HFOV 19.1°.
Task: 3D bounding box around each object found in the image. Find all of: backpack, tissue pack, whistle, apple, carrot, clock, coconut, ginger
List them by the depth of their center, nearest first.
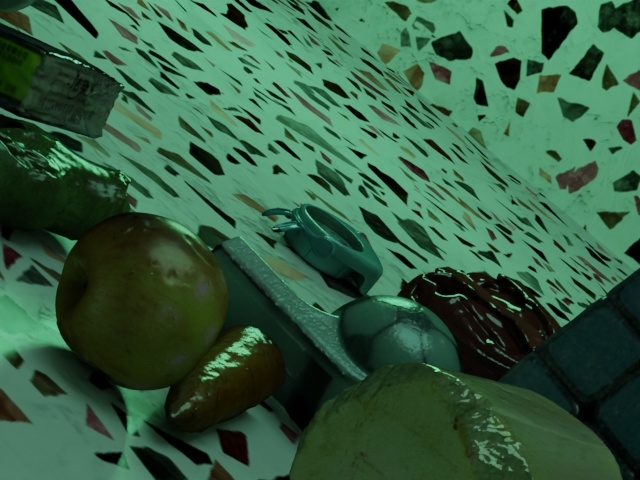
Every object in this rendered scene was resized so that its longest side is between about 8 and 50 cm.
[{"bbox_3d":[0.112,0.216,1.434,0.244,0.239,0.239,24,20,-47],"label":"coconut"},{"bbox_3d":[-0.146,0.044,1.506,0.146,0.146,0.146,36,14,-10],"label":"apple"},{"bbox_3d":[-0.086,0.122,1.563,0.072,0.072,0.205,39,16,5],"label":"carrot"},{"bbox_3d":[-0.283,-0.069,1.652,0.290,0.089,0.137,14,45,-49],"label":"ginger"},{"bbox_3d":[0.032,0.102,1.744,0.289,0.163,0.163,45,15,22],"label":"whistle"},{"bbox_3d":[-0.324,-0.176,1.785,0.235,0.073,0.173,25,4,19],"label":"tissue pack"},{"bbox_3d":[0.192,0.124,2.098,0.229,0.139,0.229,34,10,-7],"label":"backpack"},{"bbox_3d":[0.001,-0.001,2.219,0.147,0.045,0.108,30,15,-28],"label":"clock"}]

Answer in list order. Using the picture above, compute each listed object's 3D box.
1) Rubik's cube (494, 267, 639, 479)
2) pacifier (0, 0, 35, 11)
[{"bbox_3d":[0.392,0.224,1.707,0.337,0.344,0.344,51,2,39],"label":"Rubik's cube"},{"bbox_3d":[-0.428,-0.414,2.132,0.269,0.288,0.343,-18,48,-42],"label":"pacifier"}]
